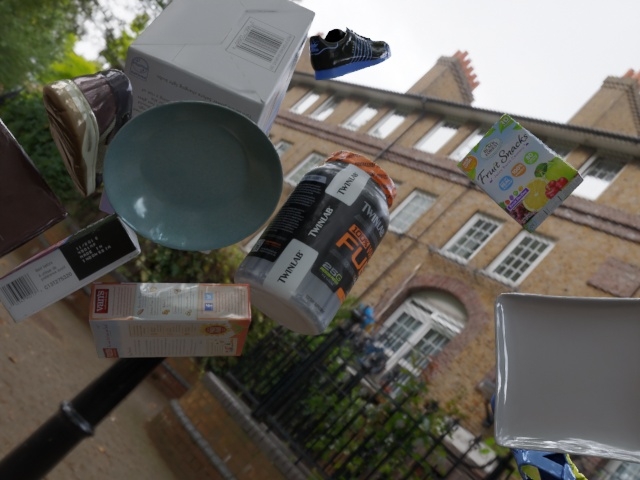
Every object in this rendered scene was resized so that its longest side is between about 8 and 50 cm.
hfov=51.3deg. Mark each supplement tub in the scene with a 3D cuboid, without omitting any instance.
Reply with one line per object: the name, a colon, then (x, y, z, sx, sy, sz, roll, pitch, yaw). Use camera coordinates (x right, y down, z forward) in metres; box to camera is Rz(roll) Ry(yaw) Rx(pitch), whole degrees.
supplement tub: (0.000, 0.000, 1.313, 0.207, 0.338, 0.207, 29, -20, 12)

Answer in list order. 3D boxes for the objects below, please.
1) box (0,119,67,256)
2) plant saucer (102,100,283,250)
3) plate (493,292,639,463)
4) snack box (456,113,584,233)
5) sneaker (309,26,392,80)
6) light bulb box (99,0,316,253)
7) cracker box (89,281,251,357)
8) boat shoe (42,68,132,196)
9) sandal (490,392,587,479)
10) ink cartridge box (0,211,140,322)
box: (-0.461, -0.039, 0.827, 0.168, 0.203, 0.167, 59, -27, -12)
plant saucer: (-0.139, -0.074, 0.740, 0.195, 0.195, 0.037, 56, 15, -36)
plate: (0.440, 0.228, 1.135, 0.277, 0.278, 0.045, 1, 6, 22)
snack box: (0.271, -0.093, 0.913, 0.037, 0.100, 0.141, 26, 21, -52)
sneaker: (0.065, -0.396, 1.365, 0.081, 0.232, 0.090, 7, -63, 40)
light bulb box: (-0.205, -0.238, 1.214, 0.225, 0.358, 0.361, 24, -46, -5)
cracker box: (-0.232, 0.126, 1.039, 0.155, 0.232, 0.067, 113, -26, -58)
boat shoe: (-0.273, -0.128, 0.814, 0.103, 0.092, 0.285, 62, -20, 2)
sandal: (0.464, 0.461, 1.425, 0.138, 0.126, 0.317, 0, 51, -46)
ink cartridge box: (-0.365, 0.024, 1.004, 0.069, 0.176, 0.371, 61, -12, -9)
